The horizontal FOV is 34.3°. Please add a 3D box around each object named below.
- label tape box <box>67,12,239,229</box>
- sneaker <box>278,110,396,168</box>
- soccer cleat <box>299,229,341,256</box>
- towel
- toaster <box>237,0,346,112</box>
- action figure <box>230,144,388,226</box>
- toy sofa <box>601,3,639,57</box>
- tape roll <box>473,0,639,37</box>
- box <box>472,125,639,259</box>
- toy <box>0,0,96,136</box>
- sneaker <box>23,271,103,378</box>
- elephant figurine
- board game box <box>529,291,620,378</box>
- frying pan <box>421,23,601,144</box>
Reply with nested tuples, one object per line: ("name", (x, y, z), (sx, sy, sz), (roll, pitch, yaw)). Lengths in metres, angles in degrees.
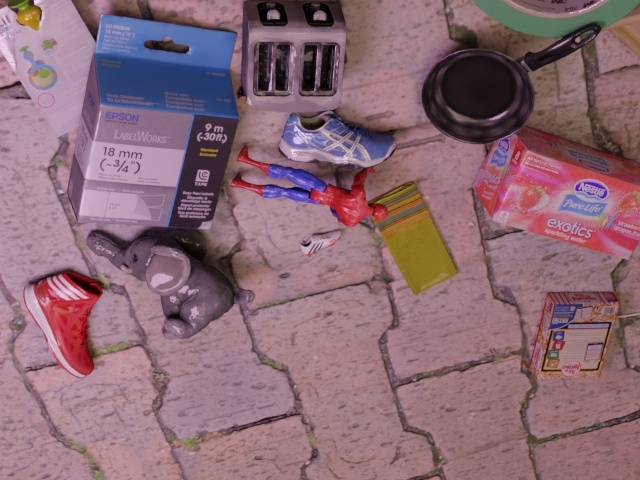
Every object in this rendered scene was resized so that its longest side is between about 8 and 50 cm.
("label tape box", (-0.273, -0.188, 1.736), (0.240, 0.106, 0.334), (3, 121, -26))
("sneaker", (0.034, -0.180, 1.832), (0.211, 0.080, 0.081), (1, 123, -12))
("soccer cleat", (0.000, 0.000, 1.964), (0.083, 0.029, 0.036), (-27, 125, 12))
("towel", (0.179, 0.000, 1.998), (0.102, 0.021, 0.237), (-26, 121, 7))
("toaster", (-0.049, -0.302, 1.729), (0.168, 0.110, 0.186), (0, 121, -9))
("action figure", (-0.006, -0.106, 1.875), (0.280, 0.139, 0.091), (20, 121, 5))
("toy sofa", (0.653, -0.351, 1.795), (0.362, 0.150, 0.177), (32, 75, -25))
("tape roll", (0.373, -0.471, 1.636), (0.321, 0.077, 0.321), (12, 140, 10))
("box", (0.457, -0.093, 1.919), (0.300, 0.142, 0.154), (16, 116, -18))
("toy", (-0.431, -0.300, 1.691), (0.137, 0.056, 0.237), (-28, 131, -3))
("sneaker", (-0.451, 0.156, 1.947), (0.128, 0.087, 0.221), (-23, 123, 6))
("elephant figurine", (-0.275, 0.050, 1.885), (0.186, 0.169, 0.239), (-35, 107, -22))
("board game box", (0.528, 0.199, 2.162), (0.146, 0.045, 0.193), (1, 120, -10))
("frying pan", (0.304, -0.296, 1.778), (0.197, 0.053, 0.326), (26, 131, -9))
